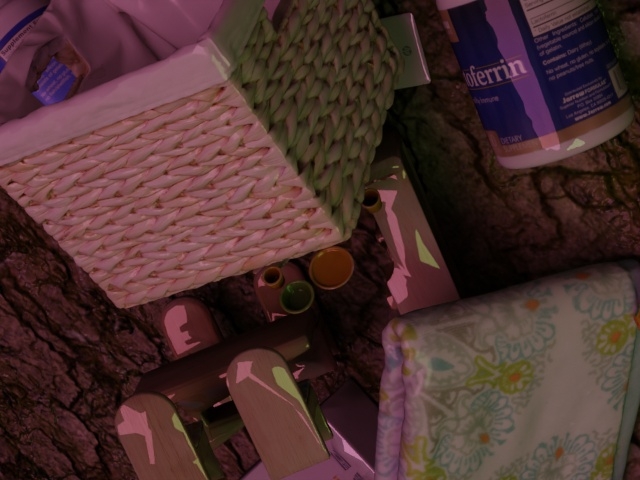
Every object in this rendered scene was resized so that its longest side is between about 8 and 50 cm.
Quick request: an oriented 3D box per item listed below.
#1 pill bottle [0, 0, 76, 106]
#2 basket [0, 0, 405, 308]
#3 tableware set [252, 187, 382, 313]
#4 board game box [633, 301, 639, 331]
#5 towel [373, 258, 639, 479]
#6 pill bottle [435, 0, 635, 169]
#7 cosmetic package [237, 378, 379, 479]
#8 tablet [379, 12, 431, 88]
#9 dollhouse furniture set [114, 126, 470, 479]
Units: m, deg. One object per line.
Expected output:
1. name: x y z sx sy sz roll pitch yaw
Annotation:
1. pill bottle: -0.343 -0.211 1.855 0.272 0.152 0.152 43 127 7
2. basket: -0.121 -0.150 1.533 0.331 0.328 0.266 -19 124 32
3. tableware set: 0.000 0.000 1.536 0.154 0.024 0.104 -44 61 -5
4. board game box: 0.419 -0.011 1.529 0.124 0.039 0.259 6 119 -11
5. towel: 0.208 0.217 1.629 0.090 0.320 0.374 35 131 48
6. pill bottle: 0.207 -0.219 1.521 0.153 0.153 0.264 -15 103 35
7. cosmetic package: 0.068 0.405 1.939 0.377 0.097 0.284 46 130 4
8. tablet: 0.091 -0.213 1.685 0.054 0.006 0.083 -7 109 33
9. dollhouse furniture set: -0.044 0.075 1.698 0.394 0.362 0.256 -22 102 8
